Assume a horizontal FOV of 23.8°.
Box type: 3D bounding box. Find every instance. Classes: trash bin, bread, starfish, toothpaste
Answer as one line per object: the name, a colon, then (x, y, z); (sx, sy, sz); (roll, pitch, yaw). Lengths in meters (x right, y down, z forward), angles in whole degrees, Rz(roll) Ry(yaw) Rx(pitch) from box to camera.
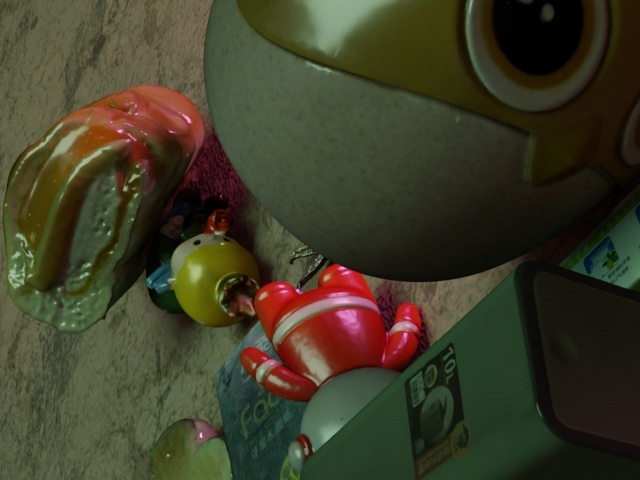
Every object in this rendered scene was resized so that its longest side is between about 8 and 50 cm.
trash bin: (0.155, 0.189, 1.271); (0.343, 0.223, 0.158); (-44, 39, 41)
bread: (-0.301, -0.075, 2.087); (0.300, 0.210, 0.341); (-63, -2, 25)
bread: (-0.145, 0.310, 1.857); (0.232, 0.064, 0.172); (7, 80, 61)
starfish: (0.005, 0.003, 1.798); (0.130, 0.041, 0.133); (-162, 84, -69)
toothpaste: (0.236, 0.064, 1.356); (0.336, 0.067, 0.081); (-50, 37, 34)

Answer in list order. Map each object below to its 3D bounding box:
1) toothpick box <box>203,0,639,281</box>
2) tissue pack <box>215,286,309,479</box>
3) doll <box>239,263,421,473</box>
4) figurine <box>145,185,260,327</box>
toothpick box: (0.136, -0.193, 1.328); (0.425, 0.409, 0.409); (-42, 41, 33)
tissue pack: (-0.029, 0.207, 1.704); (0.185, 0.081, 0.257); (-50, 38, 32)
doll: (0.035, 0.155, 1.560); (0.336, 0.200, 0.105); (-117, 16, -47)
figurine: (-0.140, 0.019, 1.969); (0.234, 0.127, 0.185); (-8, 59, 69)
